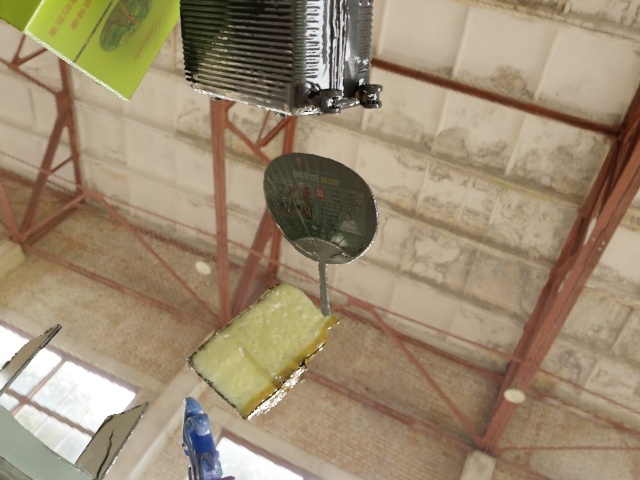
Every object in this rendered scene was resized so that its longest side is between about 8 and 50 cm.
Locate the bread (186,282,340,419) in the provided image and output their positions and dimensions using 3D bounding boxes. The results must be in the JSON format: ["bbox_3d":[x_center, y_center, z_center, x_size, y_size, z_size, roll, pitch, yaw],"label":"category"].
[{"bbox_3d":[-0.137,0.271,1.567,0.248,0.279,0.315,39,-86,9],"label":"bread"}]

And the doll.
[{"bbox_3d":[-0.147,0.298,0.800,0.110,0.067,0.206,-51,-130,55],"label":"doll"}]

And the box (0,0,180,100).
[{"bbox_3d":[-0.272,-0.302,0.813,0.047,0.187,0.335,31,1,2],"label":"box"}]

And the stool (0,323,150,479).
[{"bbox_3d":[-0.504,0.344,1.151,0.170,0.270,0.243,-26,-65,38],"label":"stool"}]

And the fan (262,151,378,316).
[{"bbox_3d":[-0.022,-0.026,1.059,0.223,0.012,0.294,38,-47,13],"label":"fan"}]

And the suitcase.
[{"bbox_3d":[-0.058,-0.269,0.786,0.312,0.128,0.202,25,-58,44],"label":"suitcase"}]
